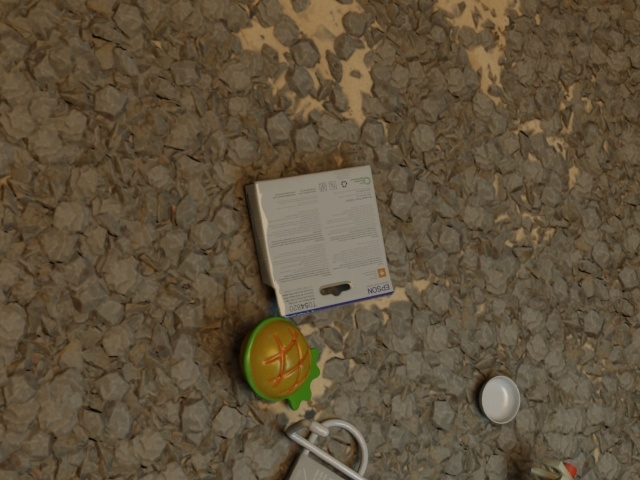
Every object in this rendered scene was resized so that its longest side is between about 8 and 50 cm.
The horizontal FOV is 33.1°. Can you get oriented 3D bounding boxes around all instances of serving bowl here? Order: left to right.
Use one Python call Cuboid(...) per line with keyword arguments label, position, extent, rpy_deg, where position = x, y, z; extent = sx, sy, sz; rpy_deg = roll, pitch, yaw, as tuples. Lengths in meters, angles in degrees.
Cuboid(label="serving bowl", position=(0.310, 0.280, 1.892), extent=(0.083, 0.027, 0.083), rpy_deg=(5, 80, -28))

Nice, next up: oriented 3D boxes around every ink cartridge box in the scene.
Cuboid(label="ink cartridge box", position=(0.000, 0.000, 1.752), extent=(0.223, 0.045, 0.224), rpy_deg=(-10, 89, -29))

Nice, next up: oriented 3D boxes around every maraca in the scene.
Cuboid(label="maraca", position=(-0.058, 0.192, 1.669), extent=(0.186, 0.099, 0.127), rpy_deg=(42, 66, -46))

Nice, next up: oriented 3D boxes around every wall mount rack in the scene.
Cuboid(label="wall mount rack", position=(0.042, 0.442, 1.631), extent=(0.304, 0.130, 0.350), rpy_deg=(34, 59, -11))

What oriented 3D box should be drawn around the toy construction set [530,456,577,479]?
Cuboid(label="toy construction set", position=(0.341, 0.527, 1.818), extent=(0.215, 0.151, 0.327), rpy_deg=(44, 76, -16))
